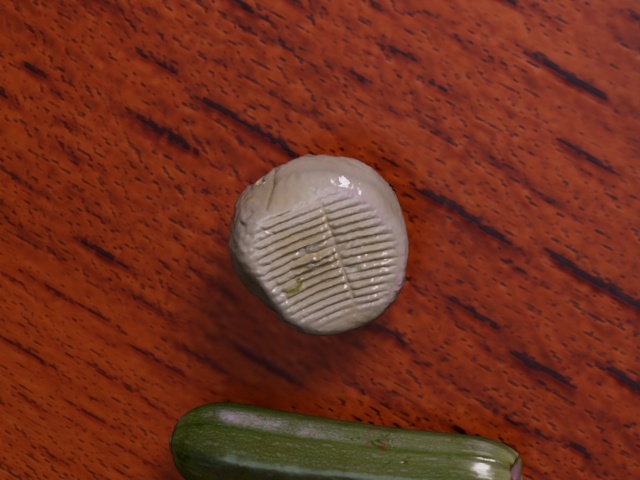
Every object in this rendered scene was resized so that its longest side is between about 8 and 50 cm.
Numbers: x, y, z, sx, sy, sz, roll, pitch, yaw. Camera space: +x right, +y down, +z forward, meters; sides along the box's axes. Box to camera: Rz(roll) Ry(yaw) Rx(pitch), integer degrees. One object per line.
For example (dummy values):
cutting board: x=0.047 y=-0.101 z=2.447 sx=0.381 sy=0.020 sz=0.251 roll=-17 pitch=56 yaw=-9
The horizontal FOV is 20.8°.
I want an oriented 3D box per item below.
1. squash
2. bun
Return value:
squash: x=0.013 y=0.143 z=1.105 sx=0.229 sy=0.066 sz=0.066 roll=5 pitch=106 yaw=15
bun: x=0.000 y=0.000 z=1.067 sx=0.115 sy=0.069 sz=0.115 roll=-1 pitch=113 yaw=-3
